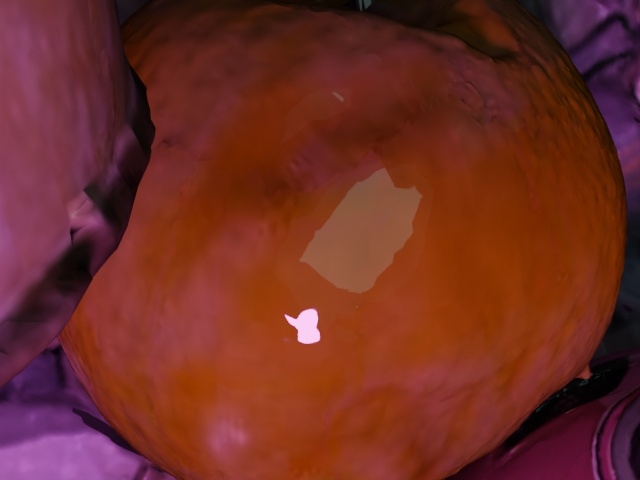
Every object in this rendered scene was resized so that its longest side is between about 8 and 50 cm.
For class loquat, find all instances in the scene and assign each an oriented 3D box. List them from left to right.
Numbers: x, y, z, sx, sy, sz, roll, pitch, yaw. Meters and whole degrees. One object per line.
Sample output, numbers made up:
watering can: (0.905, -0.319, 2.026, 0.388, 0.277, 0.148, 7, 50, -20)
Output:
loquat: (0.002, -0.002, 0.690, 0.213, 0.213, 0.213, 1, 88, -20)

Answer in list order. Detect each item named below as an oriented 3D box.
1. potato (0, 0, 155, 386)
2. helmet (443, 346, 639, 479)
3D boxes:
potato: (-0.291, -0.088, 0.438, 0.442, 0.385, 0.319, -28, 120, -13)
helmet: (0.160, 0.112, 0.713, 0.253, 0.154, 0.198, 8, 49, -15)
